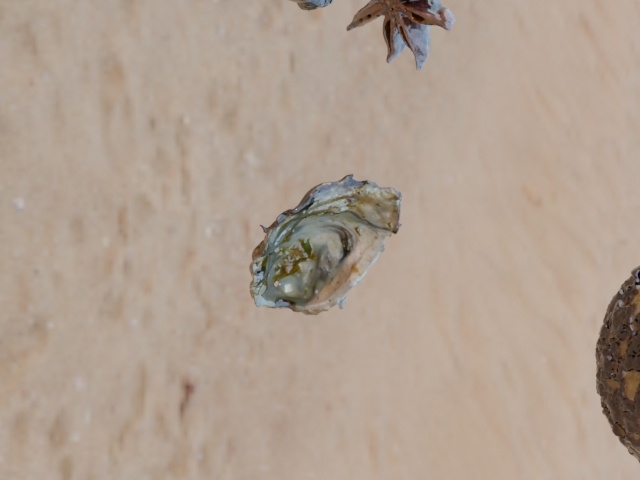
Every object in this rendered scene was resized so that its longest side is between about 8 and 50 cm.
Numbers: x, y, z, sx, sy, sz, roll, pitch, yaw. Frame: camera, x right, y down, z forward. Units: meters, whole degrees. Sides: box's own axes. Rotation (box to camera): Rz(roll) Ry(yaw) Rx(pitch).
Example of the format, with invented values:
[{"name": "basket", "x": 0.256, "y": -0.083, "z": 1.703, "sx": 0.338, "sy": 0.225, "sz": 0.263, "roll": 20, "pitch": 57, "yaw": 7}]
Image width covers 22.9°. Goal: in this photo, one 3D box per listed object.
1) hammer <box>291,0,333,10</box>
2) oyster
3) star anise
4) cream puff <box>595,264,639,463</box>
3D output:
[{"name": "hammer", "x": -0.021, "y": -0.246, "z": 1.077, "sx": 0.065, "sy": 0.021, "sz": 0.178, "roll": -13, "pitch": 94, "yaw": -65}, {"name": "oyster", "x": -0.004, "y": 0.005, "z": 1.169, "sx": 0.177, "sy": 0.105, "sz": 0.056, "roll": 103, "pitch": -32, "yaw": -57}, {"name": "star anise", "x": 0.071, "y": -0.223, "z": 1.471, "sx": 0.042, "sy": 0.141, "sz": 0.141, "roll": -36, "pitch": 130, "yaw": -34}, {"name": "cream puff", "x": 0.336, "y": 0.109, "z": 1.256, "sx": 0.165, "sy": 0.239, "sz": 0.239, "roll": -61, "pitch": 147, "yaw": -55}]
